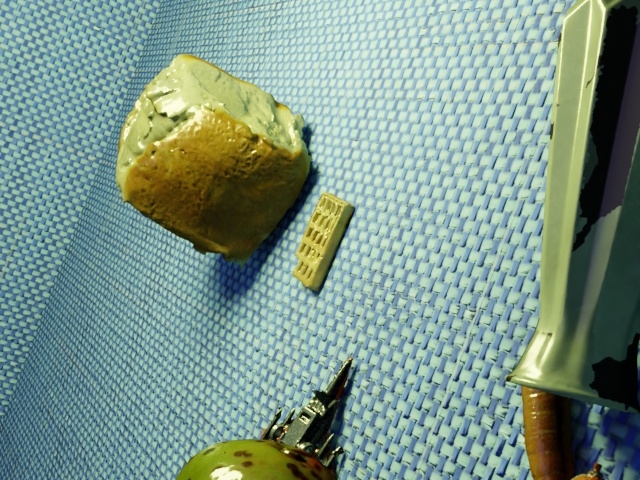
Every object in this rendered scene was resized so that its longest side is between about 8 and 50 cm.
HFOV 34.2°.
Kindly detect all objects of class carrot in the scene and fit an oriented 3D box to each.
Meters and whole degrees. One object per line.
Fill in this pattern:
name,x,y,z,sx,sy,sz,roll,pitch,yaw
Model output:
carrot,0.202,0.174,0.925,0.048,0.048,0.139,-38,40,47

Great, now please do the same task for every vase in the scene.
vase,0.252,-0.042,0.879,0.165,0.165,0.360,4,78,63

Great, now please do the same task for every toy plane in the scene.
toy plane,-0.012,0.226,1.283,0.130,0.061,0.189,26,92,41

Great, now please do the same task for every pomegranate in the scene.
pomegranate,-0.064,0.361,1.137,0.231,0.231,0.285,1,94,63

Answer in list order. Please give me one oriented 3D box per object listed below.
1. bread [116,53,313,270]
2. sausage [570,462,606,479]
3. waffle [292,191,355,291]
bread,-0.176,-0.138,1.652,0.250,0.279,0.225,-56,15,23
sausage,0.183,0.348,0.822,0.053,0.053,0.347,-9,64,61
waffle,0.000,0.000,1.478,0.135,0.021,0.092,-66,27,5
